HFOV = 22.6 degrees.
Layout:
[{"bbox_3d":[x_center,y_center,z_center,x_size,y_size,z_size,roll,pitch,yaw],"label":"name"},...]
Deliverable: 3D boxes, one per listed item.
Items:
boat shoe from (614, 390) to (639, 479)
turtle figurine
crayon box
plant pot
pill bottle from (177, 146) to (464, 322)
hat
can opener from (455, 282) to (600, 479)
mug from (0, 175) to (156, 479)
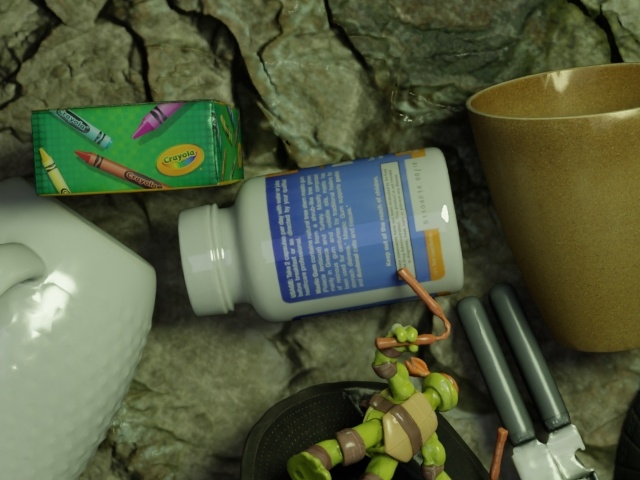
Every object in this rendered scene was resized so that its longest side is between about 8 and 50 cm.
[{"bbox_3d":[0.358,0.278,1.630,0.103,0.118,0.320,5,96,-4],"label":"boat shoe"},{"bbox_3d":[0.065,0.178,1.554,0.217,0.087,0.269,-38,119,-33],"label":"turtle figurine"},{"bbox_3d":[-0.168,-0.089,1.549,0.165,0.278,0.081,-3,93,2],"label":"crayon box"},{"bbox_3d":[0.273,-0.027,1.578,0.237,0.237,0.254,-7,106,2],"label":"plant pot"},{"bbox_3d":[0.000,0.000,1.610,0.272,0.152,0.152,-9,92,2],"label":"pill bottle"},{"bbox_3d":[0.046,0.310,1.620,0.331,0.134,0.331,14,51,-19],"label":"hat"},{"bbox_3d":[0.217,0.182,1.649,0.074,0.093,0.280,-23,83,1],"label":"can opener"},{"bbox_3d":[-0.323,0.111,1.518,0.276,0.374,0.328,34,87,5],"label":"mug"}]
